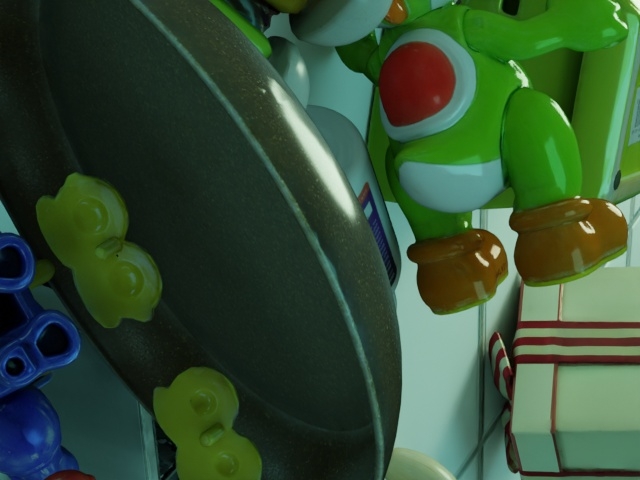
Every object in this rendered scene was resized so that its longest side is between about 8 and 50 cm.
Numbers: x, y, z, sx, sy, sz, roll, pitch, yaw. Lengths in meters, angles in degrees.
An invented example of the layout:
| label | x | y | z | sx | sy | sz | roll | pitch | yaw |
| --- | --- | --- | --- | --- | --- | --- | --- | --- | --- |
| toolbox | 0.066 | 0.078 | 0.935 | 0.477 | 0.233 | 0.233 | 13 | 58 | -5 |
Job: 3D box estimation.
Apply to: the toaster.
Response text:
| label | x | y | z | sx | sy | sz | roll | pitch | yaw |
| --- | --- | --- | --- | --- | --- | --- | --- | --- | --- |
| toaster | -0.109 | 0.073 | 0.965 | 0.168 | 0.110 | 0.186 | -43 | 141 | -47 |

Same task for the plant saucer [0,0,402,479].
| label | x | y | z | sx | sy | sz | roll | pitch | yaw |
| --- | --- | --- | --- | --- | --- | --- | --- | --- | --- |
| plant saucer | -0.064 | -0.010 | 0.701 | 0.050 | 0.310 | 0.310 | -36 | 138 | -26 |

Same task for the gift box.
| label | x | y | z | sx | sy | sz | roll | pitch | yaw |
| --- | --- | --- | --- | --- | --- | --- | --- | --- | --- |
| gift box | 0.329 | 0.168 | 1.763 | 0.255 | 0.258 | 0.276 | 73 | 20 | -45 |

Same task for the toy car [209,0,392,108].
| label | x | y | z | sx | sy | sz | roll | pitch | yaw |
| --- | --- | --- | --- | --- | --- | --- | --- | --- | --- |
| toy car | -0.061 | -0.154 | 0.912 | 0.159 | 0.136 | 0.182 | 35 | 98 | -31 |

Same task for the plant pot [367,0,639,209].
| label | x | y | z | sx | sy | sz | roll | pitch | yaw |
| --- | --- | --- | --- | --- | --- | --- | --- | --- | --- |
| plant pot | 0.187 | -0.134 | 1.347 | 0.228 | 0.207 | 0.227 | -18 | 119 | -62 |

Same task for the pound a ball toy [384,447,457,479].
| label | x | y | z | sx | sy | sz | roll | pitch | yaw |
| --- | --- | --- | --- | --- | --- | --- | --- | --- | --- |
| pound a ball toy | 0.046 | 0.335 | 1.400 | 0.319 | 0.135 | 0.208 | -69 | 154 | -11 |

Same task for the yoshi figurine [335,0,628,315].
| label | x | y | z | sx | sy | sz | roll | pitch | yaw |
| --- | --- | --- | --- | --- | --- | --- | --- | --- | --- |
| yoshi figurine | 0.096 | -0.145 | 1.132 | 0.203 | 0.203 | 0.362 | -24 | 99 | -13 |

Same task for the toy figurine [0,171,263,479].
| label | x | y | z | sx | sy | sz | roll | pitch | yaw |
| --- | --- | --- | --- | --- | --- | --- | --- | --- | --- |
| toy figurine | -0.205 | 0.026 | 0.734 | 0.191 | 0.217 | 0.362 | -33 | 98 | -21 |

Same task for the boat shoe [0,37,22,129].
| label | x | y | z | sx | sy | sz | roll | pitch | yaw |
| --- | --- | --- | --- | --- | --- | --- | --- | --- | --- |
| boat shoe | -0.165 | -0.154 | 0.770 | 0.080 | 0.073 | 0.223 | -22 | 136 | -18 |

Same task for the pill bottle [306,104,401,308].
| label | x | y | z | sx | sy | sz | roll | pitch | yaw |
| --- | --- | --- | --- | --- | --- | --- | --- | --- | --- |
| pill bottle | 0.000 | 0.000 | 1.149 | 0.108 | 0.108 | 0.193 | -61 | 151 | -27 |
